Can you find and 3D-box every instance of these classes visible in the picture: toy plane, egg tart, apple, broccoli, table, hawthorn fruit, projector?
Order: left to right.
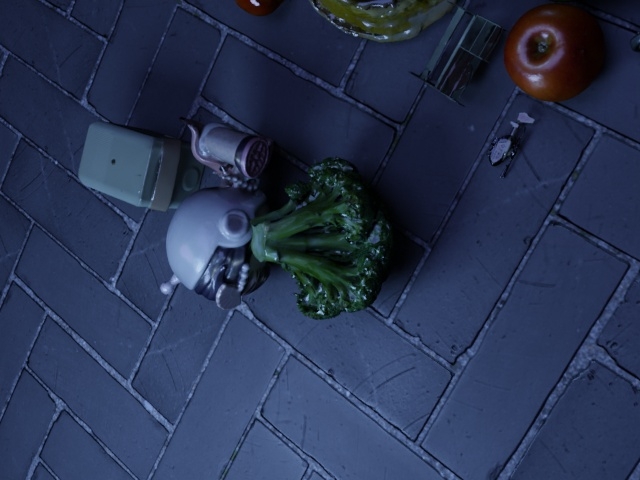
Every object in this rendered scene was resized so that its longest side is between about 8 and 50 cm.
[{"bbox_3d":[-0.382,-0.161,1.830,0.243,0.177,0.163,19,100,33],"label":"projector"},{"bbox_3d":[-0.135,-0.527,1.723,0.140,0.125,0.125,11,94,30],"label":"hawthorn fruit"},{"bbox_3d":[0.000,0.000,1.544,0.308,0.275,0.307,11,102,62],"label":"broccoli"},{"bbox_3d":[0.108,-0.526,1.509,0.346,0.132,0.345,5,106,17],"label":"egg tart"},{"bbox_3d":[0.251,-0.326,1.472,0.146,0.063,0.175,-61,38,16],"label":"table"},{"bbox_3d":[0.330,-0.172,1.470,0.049,0.031,0.120,31,107,24],"label":"toy plane"},{"bbox_3d":[0.383,-0.310,1.374,0.163,0.139,0.163,5,98,42],"label":"apple"}]

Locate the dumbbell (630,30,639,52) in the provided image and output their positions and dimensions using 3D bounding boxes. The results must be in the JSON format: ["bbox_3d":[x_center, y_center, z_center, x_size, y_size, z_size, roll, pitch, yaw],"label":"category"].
[{"bbox_3d":[0.540,-0.264,1.312,0.082,0.082,0.253,-15,79,31],"label":"dumbbell"}]

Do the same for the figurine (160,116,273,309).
[{"bbox_3d":[-0.194,-0.057,1.677,0.211,0.253,0.361,8,98,12],"label":"figurine"}]
